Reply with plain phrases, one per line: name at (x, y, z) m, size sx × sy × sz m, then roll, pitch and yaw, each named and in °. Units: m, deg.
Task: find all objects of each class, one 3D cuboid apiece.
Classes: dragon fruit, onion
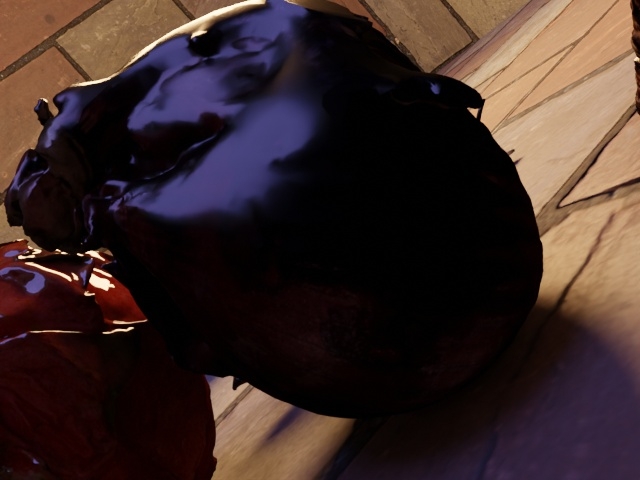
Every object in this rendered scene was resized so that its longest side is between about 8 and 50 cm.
dragon fruit at (-0.180, 0.117, 0.512) m, size 0.244 × 0.244 × 0.298 m, roll -38°, pitch 21°, yaw 32°
onion at (-0.004, -0.012, 0.435) m, size 0.281 × 0.281 × 0.221 m, roll -59°, pitch -12°, yaw -69°

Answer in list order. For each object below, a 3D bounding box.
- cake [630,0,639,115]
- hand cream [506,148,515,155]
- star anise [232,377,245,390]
cake at (0.205, -0.140, 0.403) m, size 0.112 × 0.135 × 0.246 m, roll -42°, pitch 6°, yaw 11°
hand cream at (0.119, -0.036, 0.714) m, size 0.143 × 0.039 × 0.061 m, roll -36°, pitch -6°, yaw -26°
star anise at (-0.003, 0.001, 0.664) m, size 0.212 × 0.129 × 0.282 m, roll -51°, pitch 37°, yaw 23°
